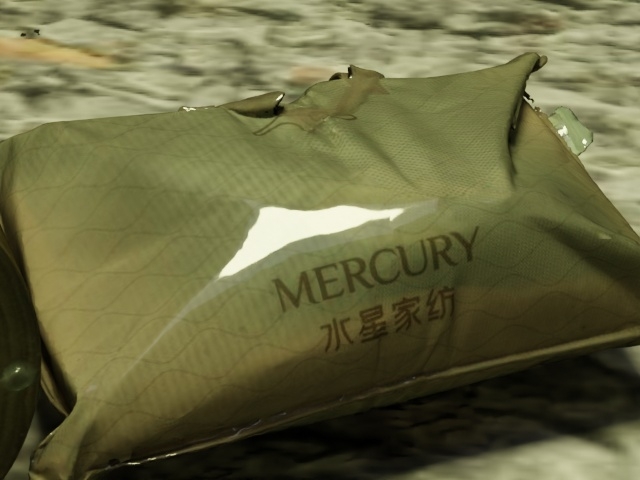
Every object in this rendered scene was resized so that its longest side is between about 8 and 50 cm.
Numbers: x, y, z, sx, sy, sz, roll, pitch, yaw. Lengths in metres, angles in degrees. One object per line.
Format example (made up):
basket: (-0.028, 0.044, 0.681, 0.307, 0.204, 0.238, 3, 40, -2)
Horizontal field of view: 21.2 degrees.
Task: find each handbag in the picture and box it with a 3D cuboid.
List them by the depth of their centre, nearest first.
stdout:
handbag: (0.000, 0.000, 0.652, 0.270, 0.117, 0.182, -14, 51, -17)

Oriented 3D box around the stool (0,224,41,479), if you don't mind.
stool: (-0.217, -0.016, 0.619, 0.179, 0.179, 0.264, -12, 35, -18)
